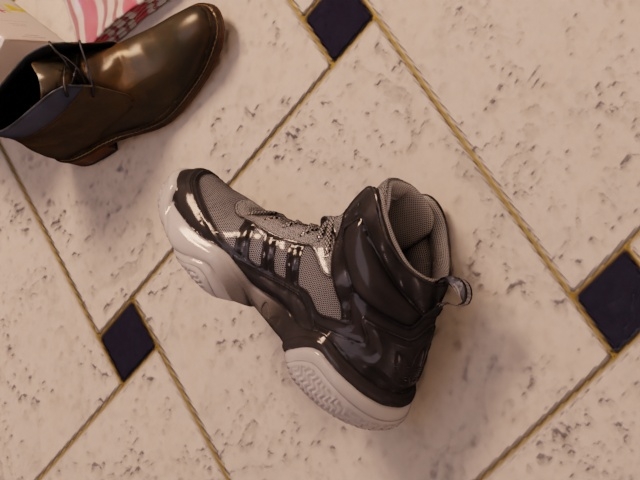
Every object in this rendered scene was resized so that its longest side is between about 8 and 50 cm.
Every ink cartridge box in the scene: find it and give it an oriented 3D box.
[{"bbox_3d":[-0.320,-0.177,1.452,0.143,0.090,0.092,37,110,21],"label":"ink cartridge box"}]

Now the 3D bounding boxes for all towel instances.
[{"bbox_3d":[-0.164,-0.263,1.392,0.197,0.029,0.144,-35,63,33],"label":"towel"}]

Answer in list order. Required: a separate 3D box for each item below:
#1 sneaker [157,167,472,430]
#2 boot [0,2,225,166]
[{"bbox_3d":[0.000,0.000,1.176,0.268,0.101,0.153,46,113,28],"label":"sneaker"},{"bbox_3d":[-0.180,-0.130,1.337,0.219,0.106,0.082,-35,63,33],"label":"boot"}]
